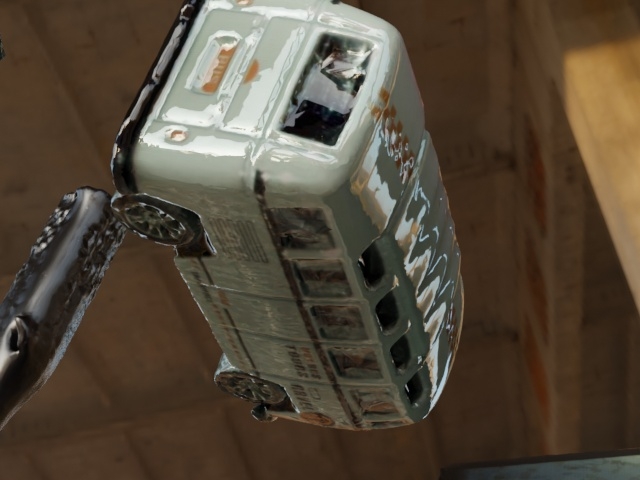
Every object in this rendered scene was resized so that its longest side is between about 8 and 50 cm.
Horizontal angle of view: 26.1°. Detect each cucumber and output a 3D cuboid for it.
[{"bbox_3d":[-0.136,0.043,0.639,0.043,0.163,0.039,19,-38,1],"label":"cucumber"}]

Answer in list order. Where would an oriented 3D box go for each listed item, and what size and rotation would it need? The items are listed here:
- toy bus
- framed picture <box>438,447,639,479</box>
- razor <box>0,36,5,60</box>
[{"bbox_3d":[0.000,0.000,0.480,0.089,0.087,0.194,10,-31,21],"label":"toy bus"},{"bbox_3d":[0.190,0.121,0.433,0.347,0.265,0.016,-7,-73,15],"label":"framed picture"},{"bbox_3d":[-0.113,-0.153,0.569,0.033,0.190,0.066,10,-46,12],"label":"razor"}]
